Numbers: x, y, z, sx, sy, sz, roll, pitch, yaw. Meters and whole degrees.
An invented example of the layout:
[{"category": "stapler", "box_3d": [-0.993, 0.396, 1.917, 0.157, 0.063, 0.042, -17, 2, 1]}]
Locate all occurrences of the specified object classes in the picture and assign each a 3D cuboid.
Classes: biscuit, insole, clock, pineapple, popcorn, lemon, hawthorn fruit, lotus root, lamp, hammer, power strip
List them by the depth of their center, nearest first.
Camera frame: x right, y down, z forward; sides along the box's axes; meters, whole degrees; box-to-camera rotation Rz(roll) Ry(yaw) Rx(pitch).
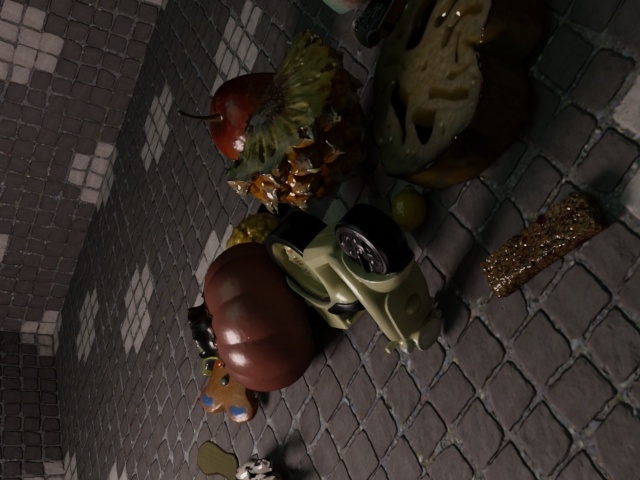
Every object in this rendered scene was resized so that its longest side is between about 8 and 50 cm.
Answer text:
[{"category": "biscuit", "box_3d": [0.300, 0.008, 0.947, 0.199, 0.034, 0.064, -45, 43, 42]}, {"category": "clock", "box_3d": [0.058, 0.060, 1.138, 0.120, 0.276, 0.379, -45, 20, -18]}, {"category": "lotus root", "box_3d": [0.202, -0.281, 1.140, 0.375, 0.111, 0.390, 30, 110, 59]}, {"category": "lemon", "box_3d": [0.152, -0.056, 1.186, 0.062, 0.062, 0.083, 7, 100, 59]}, {"category": "power strip", "box_3d": [0.111, -0.017, 1.256, 0.030, 0.047, 0.191, -51, 40, 48]}, {"category": "pineapple", "box_3d": [0.032, -0.179, 1.280, 0.209, 0.286, 0.344, 19, 81, 41]}, {"category": "lamp", "box_3d": [-0.140, 0.158, 1.380, 0.305, 0.240, 0.305, 163, 90, -85]}, {"category": "popcorn", "box_3d": [-0.139, 0.022, 1.574, 0.170, 0.180, 0.180, 0, 79, 26]}, {"category": "hawthorn fruit", "box_3d": [-0.152, -0.287, 1.614, 0.231, 0.263, 0.235, -61, 1, -11]}, {"category": "biscuit", "box_3d": [-0.201, 0.253, 1.626, 0.205, 0.049, 0.324, 2, 72, 41]}, {"category": "insole", "box_3d": [-0.261, 0.553, 1.729, 0.253, 0.005, 0.086, -13, 70, 57]}, {"category": "hammer", "box_3d": [-0.240, 0.271, 1.749, 0.226, 0.041, 0.158, -44, 45, 44]}]

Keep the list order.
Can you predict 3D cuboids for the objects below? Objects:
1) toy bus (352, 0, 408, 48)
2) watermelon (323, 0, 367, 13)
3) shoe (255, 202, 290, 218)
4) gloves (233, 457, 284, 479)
[{"category": "toy bus", "box_3d": [0.131, -0.450, 1.337, 0.162, 0.074, 0.069, -58, 44, 28]}, {"category": "watermelon", "box_3d": [0.091, -0.507, 1.250, 0.241, 0.154, 0.094, 0, 81, 37]}, {"category": "shoe", "box_3d": [-0.110, -0.093, 1.630, 0.179, 0.071, 0.049, -53, 36, 43]}, {"category": "gloves", "box_3d": [-0.121, 0.519, 1.417, 0.212, 0.111, 0.127, -14, 44, 60]}]
